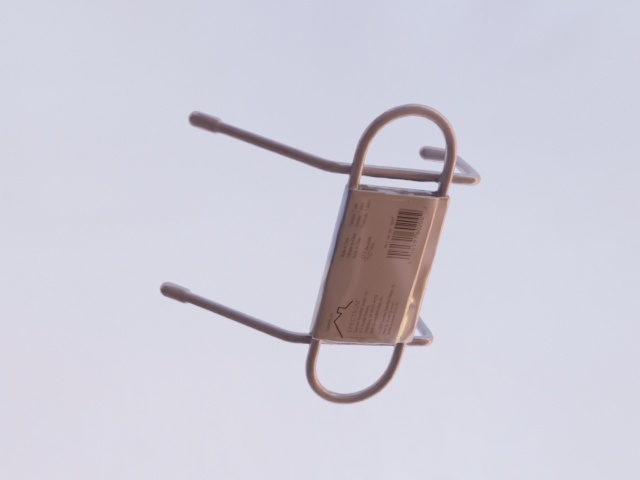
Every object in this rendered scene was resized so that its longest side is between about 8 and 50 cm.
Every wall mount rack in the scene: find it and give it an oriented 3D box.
[{"bbox_3d":[0.000,0.000,0.960,0.304,0.130,0.350,5,-67,-20],"label":"wall mount rack"}]
